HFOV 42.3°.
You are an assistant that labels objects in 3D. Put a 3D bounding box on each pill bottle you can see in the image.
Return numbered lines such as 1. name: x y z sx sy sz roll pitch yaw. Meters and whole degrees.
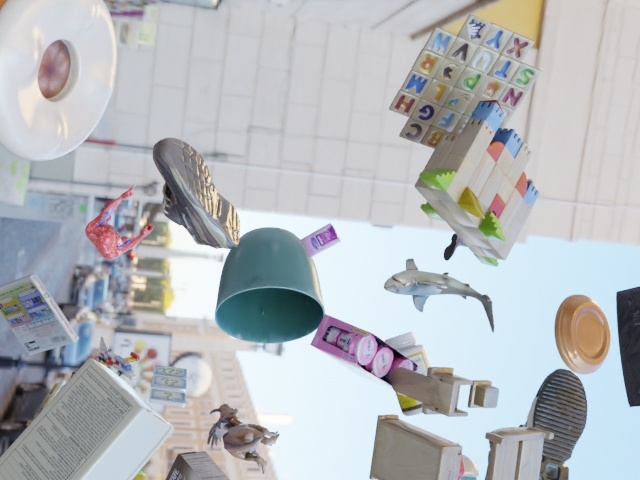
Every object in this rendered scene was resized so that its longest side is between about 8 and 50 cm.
1. pill bottle: 0.247 0.362 2.263 0.117 0.117 0.215 139 -66 -72

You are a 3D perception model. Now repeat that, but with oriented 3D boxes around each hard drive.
1. hard drive: 0.714 0.221 1.759 0.172 0.054 0.255 151 -59 -61

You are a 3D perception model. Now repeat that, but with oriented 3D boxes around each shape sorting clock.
1. shape sorting clock: -0.564 0.371 1.645 0.206 0.040 0.206 -56 -170 15

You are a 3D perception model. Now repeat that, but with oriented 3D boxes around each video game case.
1. video game case: -0.708 0.183 2.033 0.212 0.193 0.023 -17 -161 39

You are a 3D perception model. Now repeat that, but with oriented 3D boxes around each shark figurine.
1. shark figurine: 0.281 0.133 1.981 0.166 0.278 0.116 -78 -179 -67

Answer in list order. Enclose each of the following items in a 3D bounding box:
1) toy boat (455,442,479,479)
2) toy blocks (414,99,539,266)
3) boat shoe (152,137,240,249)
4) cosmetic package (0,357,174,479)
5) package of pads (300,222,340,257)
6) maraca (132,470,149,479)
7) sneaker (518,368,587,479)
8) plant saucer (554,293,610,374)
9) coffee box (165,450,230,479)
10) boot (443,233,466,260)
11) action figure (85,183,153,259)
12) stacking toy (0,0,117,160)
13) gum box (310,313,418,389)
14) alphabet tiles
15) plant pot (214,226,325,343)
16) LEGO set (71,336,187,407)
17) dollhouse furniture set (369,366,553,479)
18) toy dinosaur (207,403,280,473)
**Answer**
1. toy boat: 0.289 0.604 2.084 0.318 0.267 0.148 119 -27 -66
2. toy blocks: 0.381 -0.143 1.898 0.190 0.381 0.261 14 -112 48
3. boat shoe: -0.309 -0.090 1.930 0.355 0.130 0.132 61 24 -44
4. cosmetic package: -0.405 0.364 1.327 0.160 0.309 0.113 33 -13 35
5. package of pads: 0.000 0.000 1.893 0.050 0.083 0.032 61 4 0
6. maraca: -0.429 0.572 1.750 0.186 0.099 0.127 -51 142 -26
7. sneaker: 0.433 0.416 1.661 0.331 0.122 0.146 -70 -167 -18
8. plant saucer: 0.655 0.231 2.045 0.037 0.200 0.200 -14 -110 53
9. coffee box: -0.277 0.654 2.040 0.246 0.098 0.141 37 -73 36
10. boot: 0.475 0.021 2.820 0.037 0.114 0.106 38 -65 34
11. action figure: -0.380 -0.033 1.591 0.091 0.139 0.280 53 -6 -10
12. stacking toy: -0.670 -0.374 1.592 0.350 0.479 0.351 18 90 -72
13. gum box: 0.076 0.198 1.444 0.107 0.188 0.062 17 -105 41
14. alphabet tiles: 0.338 -0.353 1.946 0.011 0.285 0.342 -95 -152 -50
15. plant pot: -0.139 0.106 2.246 0.293 0.293 0.235 112 -21 -52
16. LEGO set: -0.409 0.285 1.802 0.182 0.244 0.060 -112 -146 -72
17. dollhouse furniture set: 0.283 0.370 1.489 0.174 0.355 0.303 10 -87 54
18. toy dinosaur: -0.232 0.558 2.334 0.295 0.200 0.127 141 -26 -82
